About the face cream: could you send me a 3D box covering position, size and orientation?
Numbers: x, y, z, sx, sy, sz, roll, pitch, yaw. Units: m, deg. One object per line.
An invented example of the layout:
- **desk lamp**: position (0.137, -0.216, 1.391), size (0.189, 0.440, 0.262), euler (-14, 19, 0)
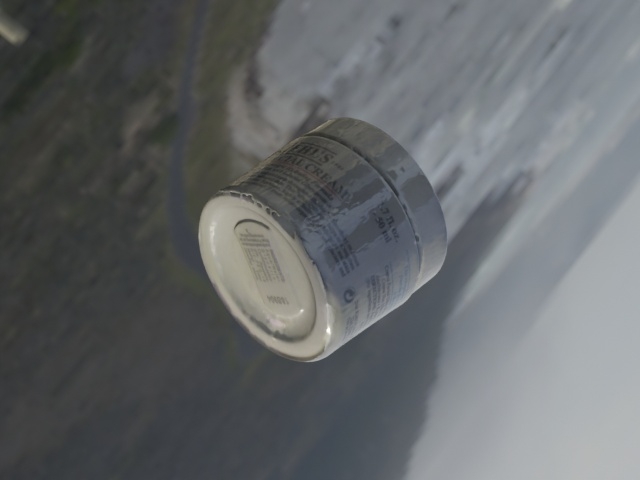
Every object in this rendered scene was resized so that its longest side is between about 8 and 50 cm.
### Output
- **face cream**: position (0.000, 0.000, 1.709), size (0.153, 0.177, 0.177), euler (-34, 165, -34)
